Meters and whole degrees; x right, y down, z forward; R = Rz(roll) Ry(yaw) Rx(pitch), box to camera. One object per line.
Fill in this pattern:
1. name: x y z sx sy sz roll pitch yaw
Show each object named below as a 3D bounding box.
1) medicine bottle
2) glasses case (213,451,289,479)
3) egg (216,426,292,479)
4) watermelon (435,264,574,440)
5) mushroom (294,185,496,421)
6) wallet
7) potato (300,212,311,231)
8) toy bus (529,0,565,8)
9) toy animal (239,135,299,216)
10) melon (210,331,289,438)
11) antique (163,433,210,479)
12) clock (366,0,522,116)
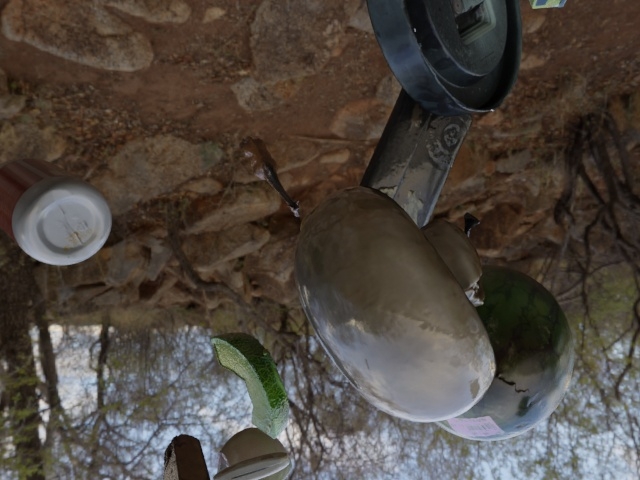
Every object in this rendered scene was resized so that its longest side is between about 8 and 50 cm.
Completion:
1. medicine bottle: -0.432 -0.054 0.759 0.131 0.131 0.250 -5 -161 -44
2. glasses case: -0.146 0.485 1.033 0.164 0.041 0.063 -15 166 -3
3. egg: -0.210 0.631 1.412 0.206 0.162 0.271 -23 175 -44
4. watermelon: 0.333 0.222 1.002 0.363 0.364 0.363 1 -174 0
5. mushroom: 0.129 0.072 0.713 0.294 0.362 0.362 -30 -173 0
6. wallet: 0.170 -0.125 0.939 0.170 0.321 0.044 22 -177 -23
7. potato: 0.000 0.000 1.406 0.107 0.171 0.080 -36 -152 -20
8. toy bus: 0.543 -0.660 1.189 0.101 0.175 0.088 -8 157 -1
9. toy animal: -0.128 -0.165 1.244 0.066 0.224 0.229 -31 -165 -11
10. melon: -0.122 0.262 0.913 0.118 0.210 0.064 -25 176 43
11. antique: -0.382 0.645 1.372 0.093 0.088 0.310 26 174 -19
12. clock: 0.219 -0.400 0.820 0.386 0.387 0.076 -5 180 -43
